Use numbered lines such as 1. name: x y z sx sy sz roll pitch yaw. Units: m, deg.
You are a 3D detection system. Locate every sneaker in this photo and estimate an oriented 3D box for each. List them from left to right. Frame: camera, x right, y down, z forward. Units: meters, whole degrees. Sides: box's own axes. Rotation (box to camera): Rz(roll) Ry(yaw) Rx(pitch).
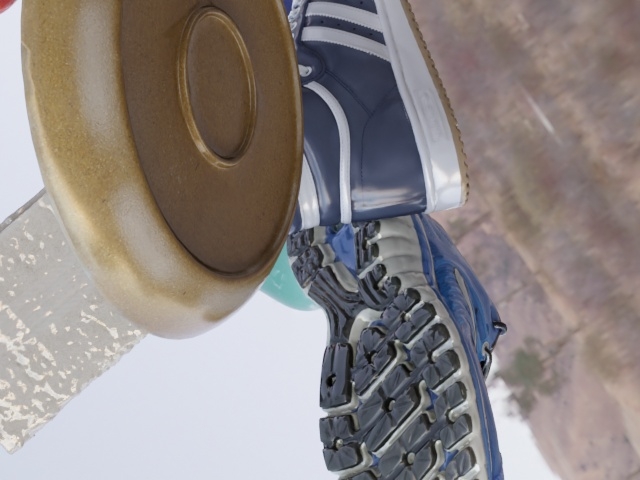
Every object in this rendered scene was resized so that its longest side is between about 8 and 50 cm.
1. sneaker: -0.010 -0.125 0.882 0.099 0.153 0.282 83 171 -56
2. sneaker: 0.080 0.081 0.872 0.147 0.130 0.330 27 -145 -33

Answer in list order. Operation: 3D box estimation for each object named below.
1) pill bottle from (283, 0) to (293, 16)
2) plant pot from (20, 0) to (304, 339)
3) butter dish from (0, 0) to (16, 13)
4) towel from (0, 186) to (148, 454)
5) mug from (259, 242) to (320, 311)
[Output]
1. pill bottle: -0.043 -0.252 1.270 0.169 0.094 0.094 49 -164 -31
2. plant pot: -0.059 -0.071 0.593 0.236 0.032 0.236 -4 -90 -67
3. butter dish: -0.402 -0.343 1.558 0.118 0.160 0.160 35 -176 -39
4. towel: -0.278 0.069 1.264 0.187 0.282 0.049 49 -179 -18
5. mug: 0.000 -0.006 1.111 0.097 0.129 0.158 31 -148 23
